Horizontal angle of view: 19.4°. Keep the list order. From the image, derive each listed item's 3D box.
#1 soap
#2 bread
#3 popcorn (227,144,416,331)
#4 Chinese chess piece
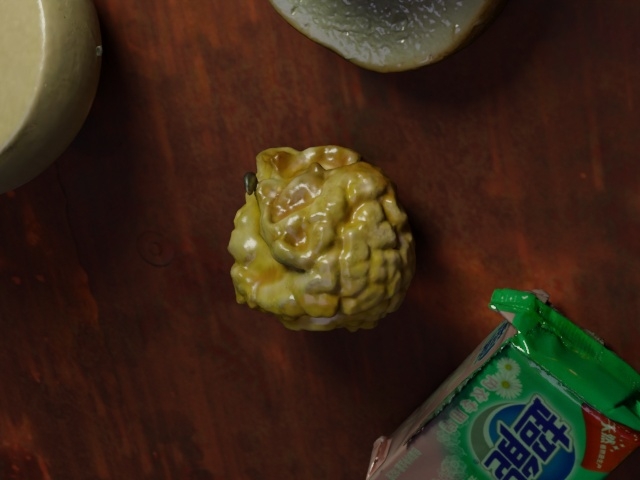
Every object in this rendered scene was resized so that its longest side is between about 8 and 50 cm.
[{"bbox_3d":[0.179,0.187,1.736,0.218,0.098,0.273,35,130,-6],"label":"soap"},{"bbox_3d":[0.056,-0.249,1.543,0.236,0.070,0.236,11,122,18],"label":"bread"},{"bbox_3d":[0.000,0.000,1.681,0.180,0.180,0.170,-13,141,30],"label":"popcorn"},{"bbox_3d":[-0.324,-0.168,1.682,0.273,0.102,0.273,-1,88,22],"label":"Chinese chess piece"}]
